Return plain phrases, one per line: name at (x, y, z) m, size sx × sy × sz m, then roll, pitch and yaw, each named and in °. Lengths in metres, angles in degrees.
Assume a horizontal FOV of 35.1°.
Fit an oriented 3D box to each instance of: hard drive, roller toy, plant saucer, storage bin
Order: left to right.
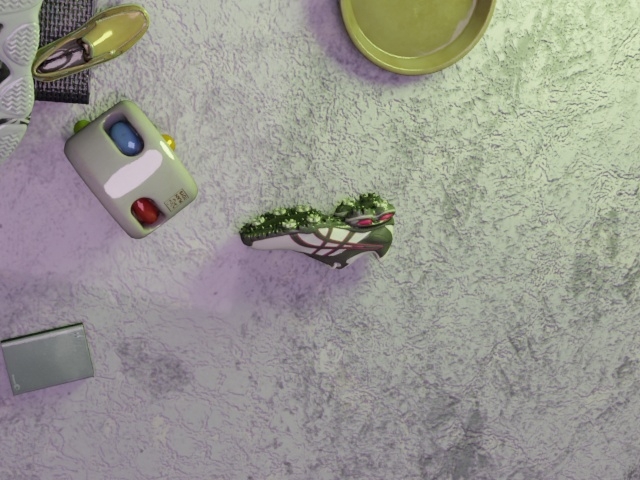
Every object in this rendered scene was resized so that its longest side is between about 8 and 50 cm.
hard drive at (-0.453, 0.196, 1.680) m, size 0.135 × 0.022 × 0.094 m, roll -12°, pitch 105°, yaw -12°
storage bin at (-0.390, -0.302, 1.532) m, size 0.084 × 0.122 × 0.180 m, roll 2°, pitch 102°, yaw -16°
roller toy at (-0.285, -0.111, 1.568) m, size 0.146 × 0.191 × 0.209 m, roll -37°, pitch 109°, yaw -6°
plant saucer at (0.161, -0.415, 1.686) m, size 0.277 × 0.041 × 0.278 m, roll -5°, pitch 112°, yaw -12°

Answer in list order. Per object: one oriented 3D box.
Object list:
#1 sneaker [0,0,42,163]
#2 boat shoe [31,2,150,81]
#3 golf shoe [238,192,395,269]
sneaker at (-0.487, -0.280, 1.423) m, size 0.137 × 0.210 × 0.366 m, roll 3°, pitch 117°, yaw -35°
boat shoe at (-0.327, -0.279, 1.451) m, size 0.190 × 0.072 × 0.068 m, roll -33°, pitch 109°, yaw -7°
golf shoe at (0.000, 0.000, 1.723) m, size 0.272 × 0.105 × 0.120 m, roll -8°, pitch 111°, yaw -13°
